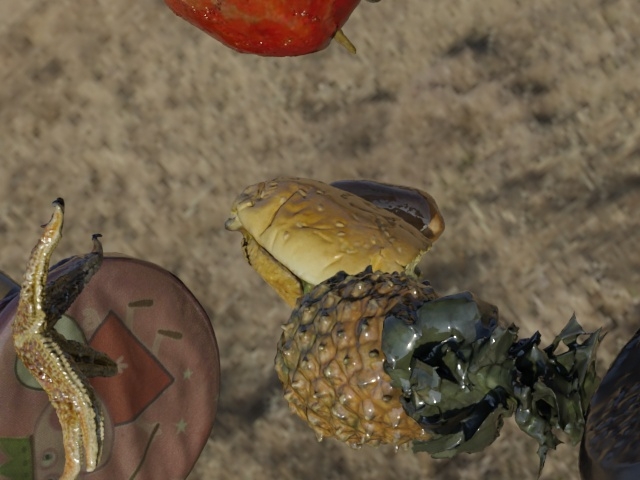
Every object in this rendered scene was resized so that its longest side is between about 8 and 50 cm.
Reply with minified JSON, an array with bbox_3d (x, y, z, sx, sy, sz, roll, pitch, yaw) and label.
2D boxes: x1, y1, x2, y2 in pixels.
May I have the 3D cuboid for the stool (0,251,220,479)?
[{"bbox_3d":[-0.245,0.130,1.397,0.178,0.272,0.272,17,62,45],"label":"stool"}]

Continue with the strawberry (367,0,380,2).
[{"bbox_3d":[-0.079,-0.328,1.377,0.306,0.233,0.137,11,67,8],"label":"strawberry"}]

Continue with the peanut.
[{"bbox_3d":[0.066,-0.029,1.690,0.152,0.076,0.076,12,50,12],"label":"peanut"}]

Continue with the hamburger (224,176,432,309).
[{"bbox_3d":[0.000,0.000,1.502,0.135,0.208,0.155,-51,-13,6],"label":"hamburger"}]

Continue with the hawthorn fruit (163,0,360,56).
[{"bbox_3d":[-0.032,-0.188,1.011,0.148,0.172,0.148,-45,20,21],"label":"hawthorn fruit"}]

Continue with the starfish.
[{"bbox_3d":[-0.128,0.035,0.727,0.041,0.130,0.133,-8,33,0],"label":"starfish"}]

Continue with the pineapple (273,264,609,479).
[{"bbox_3d":[0.071,0.078,0.853,0.125,0.125,0.251,-53,27,-20],"label":"pineapple"}]

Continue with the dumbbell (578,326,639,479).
[{"bbox_3d":[0.218,0.111,0.568,0.152,0.218,0.152,-43,8,8],"label":"dumbbell"}]
